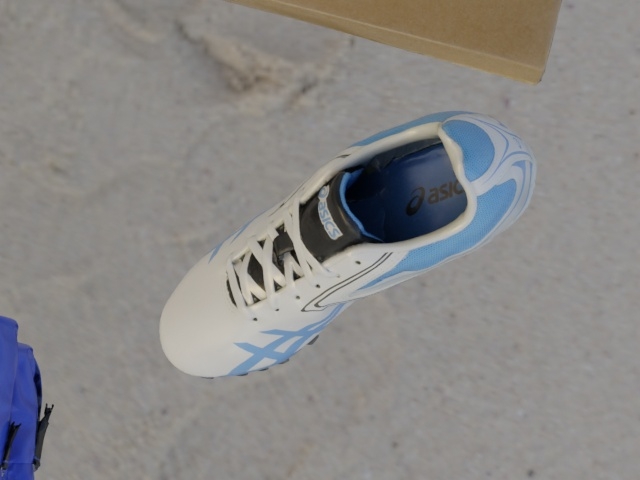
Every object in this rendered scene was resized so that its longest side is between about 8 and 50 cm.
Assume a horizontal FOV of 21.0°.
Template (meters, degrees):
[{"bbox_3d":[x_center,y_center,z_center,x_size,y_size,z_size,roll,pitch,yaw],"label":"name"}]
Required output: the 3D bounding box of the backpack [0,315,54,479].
[{"bbox_3d":[-0.149,0.086,0.607,0.101,0.098,0.120,18,70,-48],"label":"backpack"}]

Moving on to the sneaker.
[{"bbox_3d":[0.000,0.000,0.905,0.086,0.237,0.085,18,47,-54],"label":"sneaker"}]

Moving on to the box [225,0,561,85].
[{"bbox_3d":[0.015,-0.167,0.737,0.201,0.021,0.164,15,76,1],"label":"box"}]
